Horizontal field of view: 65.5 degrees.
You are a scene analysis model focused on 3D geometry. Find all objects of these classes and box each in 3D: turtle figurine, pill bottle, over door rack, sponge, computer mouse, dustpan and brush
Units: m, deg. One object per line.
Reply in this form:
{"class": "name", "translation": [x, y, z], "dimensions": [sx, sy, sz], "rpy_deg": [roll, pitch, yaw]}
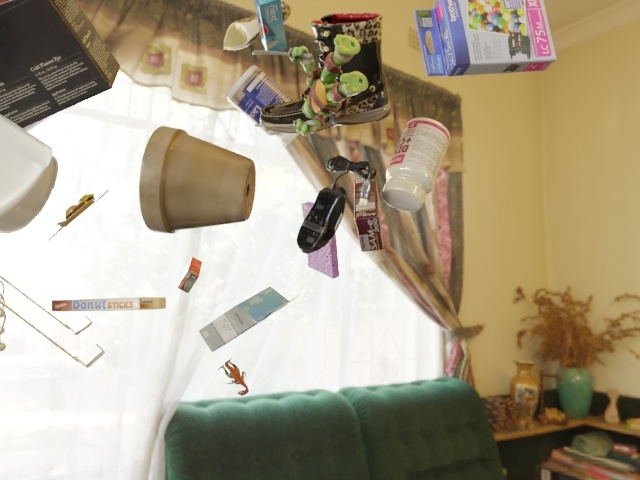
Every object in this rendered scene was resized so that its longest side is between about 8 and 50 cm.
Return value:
{"class": "turtle figurine", "translation": [-0.029, -0.365, 1.187], "dimensions": [0.275, 0.197, 0.266], "rpy_deg": [28, -24, -22]}
{"class": "pill bottle", "translation": [-0.176, -0.459, 1.717], "dimensions": [0.265, 0.153, 0.153], "rpy_deg": [40, -19, -12]}
{"class": "over door rack", "translation": [-0.713, 0.203, 1.219], "dimensions": [0.324, 0.108, 0.240], "rpy_deg": [40, -10, -34]}
{"class": "sponge", "translation": [0.000, 0.000, 1.411], "dimensions": [0.031, 0.210, 0.117], "rpy_deg": [-24, 32, -32]}
{"class": "computer mouse", "translation": [0.050, -0.075, 1.198], "dimensions": [0.060, 0.261, 0.184], "rpy_deg": [27, -8, -39]}
{"class": "pill bottle", "translation": [0.310, -0.246, 1.630], "dimensions": [0.160, 0.283, 0.160], "rpy_deg": [20, -22, 8]}
{"class": "dustpan and brush", "translation": [-0.401, -0.041, 0.606], "dimensions": [0.147, 0.211, 0.060], "rpy_deg": [31, 1, 17]}

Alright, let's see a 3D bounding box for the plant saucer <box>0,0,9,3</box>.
{"class": "plant saucer", "translation": [-0.555, -0.547, 0.868], "dimensions": [0.259, 0.258, 0.048], "rpy_deg": [-6, -10, 19]}

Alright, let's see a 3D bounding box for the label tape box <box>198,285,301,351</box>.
{"class": "label tape box", "translation": [-0.277, 0.285, 1.970], "dimensions": [0.348, 0.115, 0.249], "rpy_deg": [-37, -5, 29]}

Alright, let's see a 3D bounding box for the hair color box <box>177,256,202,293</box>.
{"class": "hair color box", "translation": [-0.435, 0.113, 1.660], "dimensions": [0.043, 0.072, 0.141], "rpy_deg": [31, 10, -17]}

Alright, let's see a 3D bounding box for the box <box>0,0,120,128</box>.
{"class": "box", "translation": [-0.816, -0.535, 1.407], "dimensions": [0.343, 0.179, 0.312], "rpy_deg": [-21, -48, 6]}

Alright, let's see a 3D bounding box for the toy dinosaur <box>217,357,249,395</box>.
{"class": "toy dinosaur", "translation": [-0.182, 0.296, 1.060], "dimensions": [0.047, 0.082, 0.090], "rpy_deg": [-40, -5, -10]}

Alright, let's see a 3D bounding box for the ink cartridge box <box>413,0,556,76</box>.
{"class": "ink cartridge box", "translation": [0.391, -0.492, 1.184], "dimensions": [0.311, 0.185, 0.065], "rpy_deg": [-7, -9, -7]}

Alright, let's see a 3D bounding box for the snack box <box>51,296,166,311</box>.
{"class": "snack box", "translation": [-0.340, 0.103, 0.797], "dimensions": [0.178, 0.022, 0.064], "rpy_deg": [-4, -7, 21]}

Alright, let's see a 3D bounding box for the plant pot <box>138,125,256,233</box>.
{"class": "plant pot", "translation": [-0.348, -0.168, 1.497], "dimensions": [0.281, 0.323, 0.323], "rpy_deg": [6, -7, 2]}

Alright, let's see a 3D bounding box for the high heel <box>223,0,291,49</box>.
{"class": "high heel", "translation": [-0.226, -0.768, 1.801], "dimensions": [0.261, 0.093, 0.186], "rpy_deg": [-22, 10, 39]}

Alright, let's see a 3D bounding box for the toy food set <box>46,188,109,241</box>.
{"class": "toy food set", "translation": [-0.683, -0.084, 1.382], "dimensions": [0.132, 0.192, 0.038], "rpy_deg": [-22, -65, 44]}

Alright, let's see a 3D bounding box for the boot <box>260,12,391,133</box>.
{"class": "boot", "translation": [0.007, -0.452, 1.356], "dimensions": [0.378, 0.138, 0.284], "rpy_deg": [-6, -52, 0]}

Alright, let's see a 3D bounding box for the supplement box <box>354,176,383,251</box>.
{"class": "supplement box", "translation": [0.149, -0.090, 1.551], "dimensions": [0.073, 0.239, 0.130], "rpy_deg": [-7, -52, 10]}

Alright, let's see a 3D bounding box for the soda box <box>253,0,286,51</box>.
{"class": "soda box", "translation": [-0.161, -0.701, 1.589], "dimensions": [0.071, 0.067, 0.210], "rpy_deg": [-21, -20, -6]}
